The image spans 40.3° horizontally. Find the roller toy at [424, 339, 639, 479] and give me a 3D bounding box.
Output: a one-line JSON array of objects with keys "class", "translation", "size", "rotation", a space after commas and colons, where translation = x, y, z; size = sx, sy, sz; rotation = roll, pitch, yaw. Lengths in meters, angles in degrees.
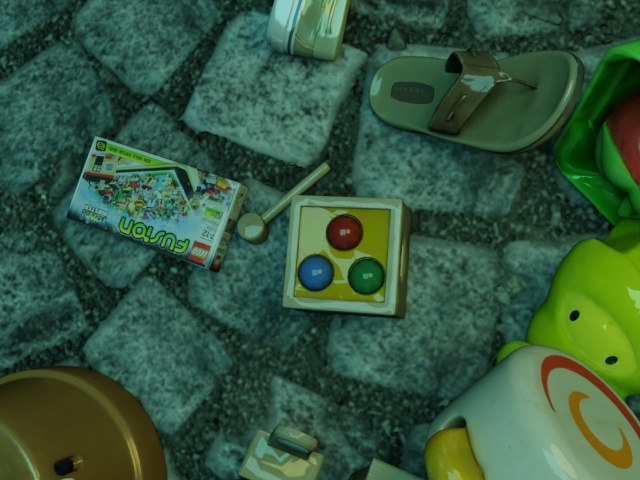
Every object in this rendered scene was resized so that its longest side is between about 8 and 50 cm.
[{"class": "roller toy", "translation": [0.193, 0.204, 0.767], "size": [0.191, 0.209, 0.146], "rotation": [47, 118, 5]}]

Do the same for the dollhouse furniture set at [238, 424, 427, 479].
[{"class": "dollhouse furniture set", "translation": [0.012, 0.396, 0.831], "size": [0.303, 0.174, 0.356], "rotation": [23, 69, 1]}]

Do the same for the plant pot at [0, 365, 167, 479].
[{"class": "plant pot", "translation": [-0.349, 0.288, 0.986], "size": [0.290, 0.203, 0.291], "rotation": [-2, 82, 14]}]

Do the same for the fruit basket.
[{"class": "fruit basket", "translation": [0.356, 0.014, 0.839], "size": [0.391, 0.283, 0.392], "rotation": [0, 70, 0]}]

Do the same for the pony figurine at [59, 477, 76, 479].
[{"class": "pony figurine", "translation": [-0.252, 0.444, 0.779], "size": [0.351, 0.303, 0.363], "rotation": [-40, 34, -14]}]

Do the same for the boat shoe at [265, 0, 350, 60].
[{"class": "boat shoe", "translation": [0.024, -0.362, 1.052], "size": [0.094, 0.109, 0.302], "rotation": [20, 96, 0]}]

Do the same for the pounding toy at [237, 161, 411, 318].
[{"class": "pounding toy", "translation": [-0.005, -0.010, 1.000], "size": [0.205, 0.094, 0.181], "rotation": [3, 83, 14]}]

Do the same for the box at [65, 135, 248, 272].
[{"class": "box", "translation": [-0.203, -0.046, 1.084], "size": [0.206, 0.036, 0.114], "rotation": [18, 87, 15]}]

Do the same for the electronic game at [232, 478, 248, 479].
[{"class": "electronic game", "translation": [-0.074, 0.384, 0.984], "size": [0.229, 0.048, 0.229], "rotation": [-1, 88, 15]}]

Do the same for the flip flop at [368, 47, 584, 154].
[{"class": "flip flop", "translation": [0.149, -0.162, 0.938], "size": [0.277, 0.080, 0.112], "rotation": [16, 87, 44]}]
